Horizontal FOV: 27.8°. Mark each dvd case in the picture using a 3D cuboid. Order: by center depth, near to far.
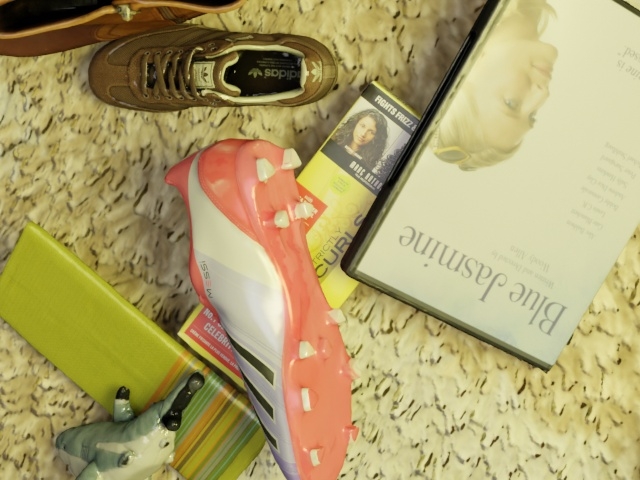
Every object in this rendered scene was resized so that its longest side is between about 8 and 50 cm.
[{"bbox_3d":[0.149,-0.050,0.893,0.180,0.022,0.253,26,100,-20],"label":"dvd case"}]

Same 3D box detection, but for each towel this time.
[{"bbox_3d":[-0.142,0.090,0.967,0.237,0.021,0.102,40,127,3],"label":"towel"}]

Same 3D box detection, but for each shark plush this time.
[{"bbox_3d":[-0.145,0.140,0.951,0.161,0.073,0.067,-47,59,44],"label":"shark plush"}]

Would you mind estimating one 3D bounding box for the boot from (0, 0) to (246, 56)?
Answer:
[{"bbox_3d":[-0.156,-0.150,0.831,0.264,0.280,0.096,-4,109,7],"label":"boot"}]

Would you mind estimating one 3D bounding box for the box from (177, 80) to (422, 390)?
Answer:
[{"bbox_3d":[0.000,0.000,0.937,0.087,0.058,0.232,40,100,2],"label":"box"}]

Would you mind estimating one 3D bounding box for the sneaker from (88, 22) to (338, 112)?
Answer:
[{"bbox_3d":[-0.083,-0.126,0.931,0.188,0.071,0.066,-2,95,8],"label":"sneaker"}]

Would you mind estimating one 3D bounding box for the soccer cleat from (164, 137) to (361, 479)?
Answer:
[{"bbox_3d":[-0.040,0.052,0.887,0.095,0.083,0.248,-8,98,33],"label":"soccer cleat"}]
